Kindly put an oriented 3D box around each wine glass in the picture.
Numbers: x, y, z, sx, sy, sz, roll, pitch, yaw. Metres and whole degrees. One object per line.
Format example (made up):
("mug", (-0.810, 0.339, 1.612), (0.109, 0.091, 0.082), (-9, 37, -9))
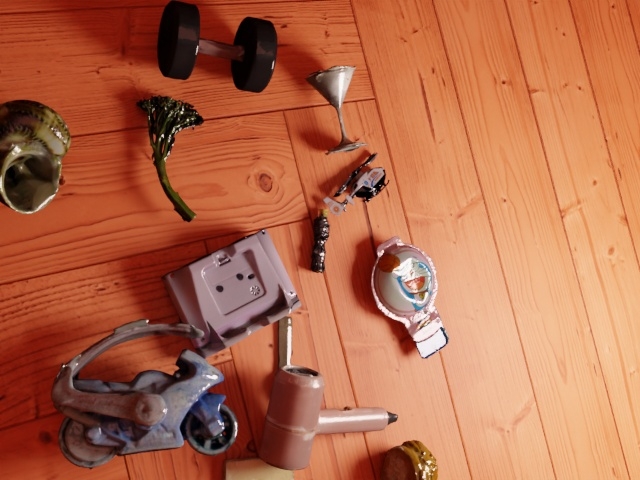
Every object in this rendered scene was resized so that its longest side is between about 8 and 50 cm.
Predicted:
("wine glass", (0.040, -0.290, 1.541), (0.122, 0.122, 0.183), (-14, 94, -28))

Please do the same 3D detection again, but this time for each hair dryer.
("hair dryer", (0.037, 0.362, 1.438), (0.344, 0.106, 0.189), (9, 94, -38))

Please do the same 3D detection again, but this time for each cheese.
("cheese", (0.210, 0.129, 1.574), (0.189, 0.074, 0.286), (-26, 95, -26))

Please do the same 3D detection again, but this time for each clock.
("clock", (-0.174, 0.105, 1.380), (0.253, 0.083, 0.186), (-27, 94, -27))

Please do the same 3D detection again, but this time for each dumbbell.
("dumbbell", (-0.212, -0.392, 1.400), (0.218, 0.152, 0.152), (4, 80, -25))

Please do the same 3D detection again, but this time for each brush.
("brush", (-0.073, 0.254, 1.439), (0.034, 0.027, 0.190), (6, 78, -28))

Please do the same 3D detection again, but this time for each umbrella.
("umbrella", (0.000, 0.000, 1.509), (0.037, 0.040, 0.144), (9, 77, -16))

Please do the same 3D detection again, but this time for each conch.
("conch", (-0.528, -0.157, 1.227), (0.181, 0.124, 0.187), (-35, 123, -36))

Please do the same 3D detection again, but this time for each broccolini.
("broccolini", (-0.278, -0.169, 1.383), (0.123, 0.062, 0.271), (-15, 83, -13))

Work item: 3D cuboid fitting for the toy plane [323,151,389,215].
("toy plane", (0.090, -0.119, 1.569), (0.078, 0.053, 0.197), (48, 64, -3))

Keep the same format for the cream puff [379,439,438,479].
("cream puff", (0.197, 0.503, 1.482), (0.103, 0.126, 0.144), (9, 87, -41))

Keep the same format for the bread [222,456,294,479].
("bread", (-0.124, 0.471, 1.379), (0.153, 0.028, 0.068), (3, 80, -25))

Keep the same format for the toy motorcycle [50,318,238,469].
("toy motorcycle", (-0.307, 0.269, 1.216), (0.319, 0.182, 0.241), (0, 97, -20))
